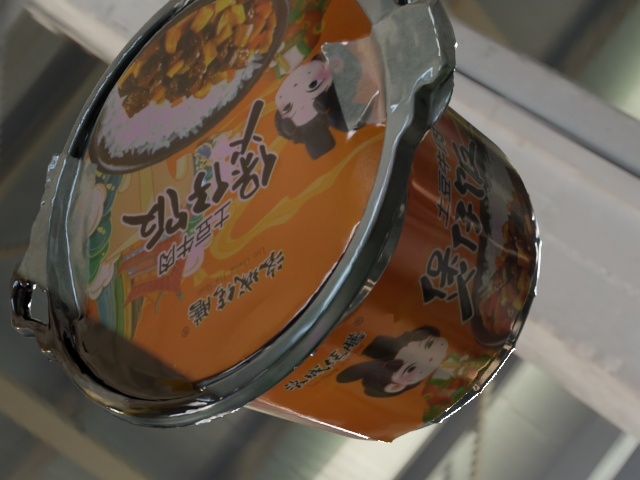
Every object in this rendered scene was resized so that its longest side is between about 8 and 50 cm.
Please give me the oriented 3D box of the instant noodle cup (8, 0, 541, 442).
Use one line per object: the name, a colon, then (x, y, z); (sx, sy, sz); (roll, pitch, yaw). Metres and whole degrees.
instant noodle cup: (0.000, 0.000, 0.674); (0.125, 0.208, 0.177); (29, -122, -41)
